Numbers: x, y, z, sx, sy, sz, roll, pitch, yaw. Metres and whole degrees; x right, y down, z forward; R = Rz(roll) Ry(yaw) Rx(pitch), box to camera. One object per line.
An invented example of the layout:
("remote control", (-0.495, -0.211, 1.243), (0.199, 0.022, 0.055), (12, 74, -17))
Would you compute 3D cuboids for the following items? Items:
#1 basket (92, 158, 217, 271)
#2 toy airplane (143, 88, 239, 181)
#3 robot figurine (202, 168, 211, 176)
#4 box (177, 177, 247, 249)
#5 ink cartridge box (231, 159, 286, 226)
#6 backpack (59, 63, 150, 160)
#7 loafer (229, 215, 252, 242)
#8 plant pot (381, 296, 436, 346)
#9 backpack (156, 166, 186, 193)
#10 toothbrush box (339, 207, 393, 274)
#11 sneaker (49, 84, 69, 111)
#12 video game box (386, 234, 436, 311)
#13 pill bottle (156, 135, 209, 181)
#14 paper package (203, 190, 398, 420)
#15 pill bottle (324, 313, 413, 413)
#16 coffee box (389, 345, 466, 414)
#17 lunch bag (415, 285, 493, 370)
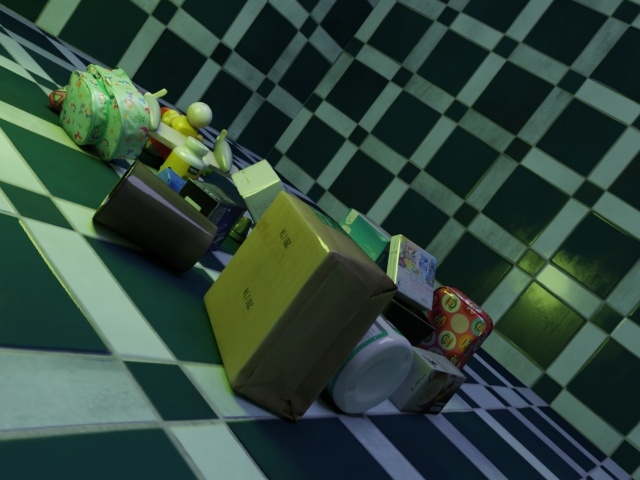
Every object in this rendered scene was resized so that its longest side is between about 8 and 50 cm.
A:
("basket", (-0.351, -0.046, 1.345), (0.227, 0.154, 0.204), (38, 9, -20))
("toy airplane", (-0.454, -0.337, 2.070), (0.384, 0.272, 0.386), (38, 8, 0))
("robot figurine", (-0.484, -0.309, 2.512), (0.101, 0.067, 0.115), (52, 15, 31))
("box", (-0.303, -0.064, 1.608), (0.108, 0.153, 0.207), (39, 9, 12))
("ink cartridge box", (-0.148, -0.072, 1.955), (0.308, 0.129, 0.223), (66, -6, -28))
("backpack", (-0.597, -0.349, 1.732), (0.253, 0.225, 0.191), (45, 32, 22))
("loafer", (-0.292, -0.088, 2.032), (0.096, 0.084, 0.267), (28, 12, -40))
("plant pot", (0.221, 0.262, 1.978), (0.187, 0.167, 0.188), (35, 9, -19))
("backpack", (-0.408, -0.119, 1.696), (0.120, 0.098, 0.101), (41, 24, -46))
("toothbrush box", (0.114, 0.077, 2.096), (0.126, 0.296, 0.216), (25, 14, -49))
("sneaker", (-0.755, -0.435, 1.949), (0.299, 0.112, 0.121), (151, -74, -87))
("video game box", (0.291, 0.106, 1.978), (0.048, 0.187, 0.205), (-11, -32, 43))
("pill bottle", (-0.419, -0.219, 1.869), (0.103, 0.184, 0.103), (36, 8, -6))
("paper package", (-0.053, 0.106, 1.173), (0.168, 0.309, 0.325), (33, 8, -28))
("pill bottle", (0.023, 0.192, 1.388), (0.204, 0.204, 0.361), (28, 12, -48))
("coffee box", (0.278, 0.379, 1.661), (0.098, 0.141, 0.246), (43, 9, 35))
("lunch bag", (0.402, 0.305, 2.078), (0.258, 0.293, 0.120), (42, 14, 27))
